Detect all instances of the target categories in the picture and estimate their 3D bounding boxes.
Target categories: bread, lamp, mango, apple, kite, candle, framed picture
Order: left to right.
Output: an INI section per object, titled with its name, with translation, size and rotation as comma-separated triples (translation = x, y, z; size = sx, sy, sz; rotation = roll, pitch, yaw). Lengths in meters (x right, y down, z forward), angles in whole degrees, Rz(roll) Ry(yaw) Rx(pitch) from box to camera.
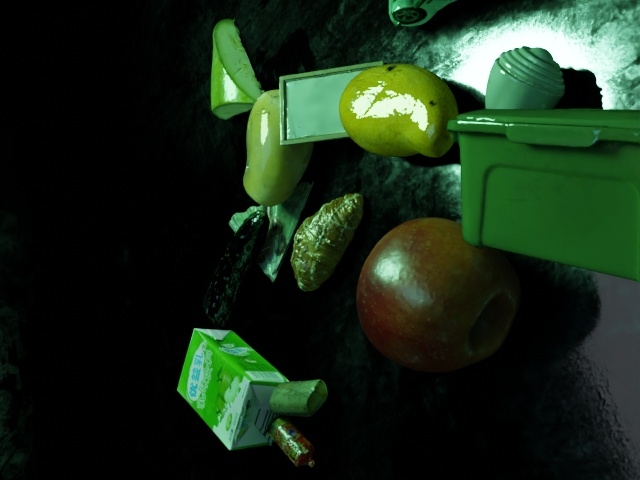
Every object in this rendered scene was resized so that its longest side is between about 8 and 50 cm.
[kite]
translation = -0.114, -0.042, 1.508
size = 0.323, 0.013, 0.268
rotation = -18, 72, 48
[candle]
translation = -0.051, 0.389, 1.335
size = 0.130, 0.052, 0.052
rotation = 37, 113, 48
[bread]
translation = 0.000, 0.000, 1.313
size = 0.233, 0.076, 0.105
rotation = -57, 47, 26
[framed picture]
translation = 0.020, -0.251, 1.288
size = 0.200, 0.010, 0.136
rotation = -5, 80, 18
[mango]
translation = 0.134, -0.208, 1.152
size = 0.262, 0.109, 0.157
rotation = 32, 100, 43
[apple]
translation = 0.162, 0.076, 0.989
size = 0.201, 0.218, 0.218
rotation = 32, 110, 41
[lamp]
translation = 0.269, -0.182, 0.990
size = 0.106, 0.106, 0.193
rotation = 53, 132, 41

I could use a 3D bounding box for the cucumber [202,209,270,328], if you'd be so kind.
[cucumber]
translation = -0.182, 0.053, 1.519
size = 0.081, 0.072, 0.303
rotation = 53, 127, 43

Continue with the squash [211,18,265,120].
[squash]
translation = -0.199, -0.419, 1.604
size = 0.169, 0.093, 0.252
rotation = -5, 81, 52

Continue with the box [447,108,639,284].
[box]
translation = 0.326, -0.059, 0.788
size = 0.328, 0.252, 0.178
rotation = 14, 105, 52

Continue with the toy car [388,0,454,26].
[toy car]
translation = 0.203, -0.441, 1.087
size = 0.306, 0.125, 0.136
rotation = 151, 122, -70

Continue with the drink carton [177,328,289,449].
[drink carton]
translation = -0.186, 0.311, 1.470
size = 0.271, 0.108, 0.161
rotation = 29, 105, 50

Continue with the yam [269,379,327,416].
[yam]
translation = -0.036, 0.299, 1.320
size = 0.146, 0.069, 0.070
rotation = -15, 73, 48

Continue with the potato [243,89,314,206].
[potato]
translation = -0.085, -0.182, 1.391
size = 0.146, 0.150, 0.234
rotation = 8, 97, 12
